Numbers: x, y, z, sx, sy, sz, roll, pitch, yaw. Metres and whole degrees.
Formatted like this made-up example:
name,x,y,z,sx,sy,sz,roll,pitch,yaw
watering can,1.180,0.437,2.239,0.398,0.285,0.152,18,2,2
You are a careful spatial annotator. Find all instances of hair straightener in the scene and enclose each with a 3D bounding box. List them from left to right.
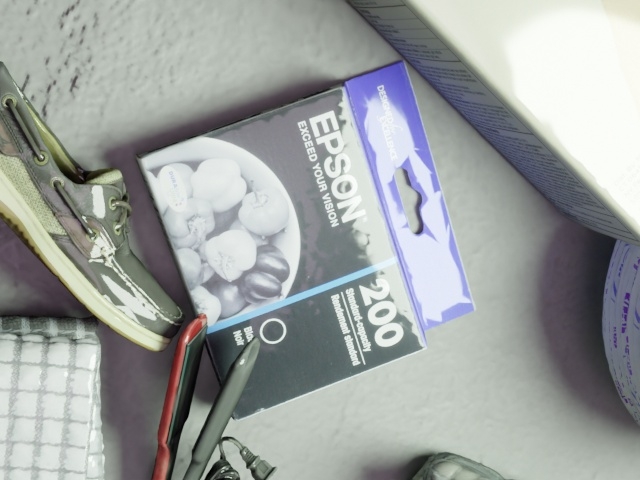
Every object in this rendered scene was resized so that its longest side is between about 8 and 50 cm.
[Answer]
name,x,y,z,sx,sy,sz,roll,pitch,yaw
hair straightener,-0.079,0.167,0.811,0.089,0.047,0.230,21,111,9

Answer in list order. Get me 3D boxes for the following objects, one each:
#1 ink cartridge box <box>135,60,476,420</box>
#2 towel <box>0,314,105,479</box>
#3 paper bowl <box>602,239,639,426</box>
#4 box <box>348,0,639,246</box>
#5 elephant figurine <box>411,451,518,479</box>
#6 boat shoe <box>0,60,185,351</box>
name,x,y,z,sx,sy,sz,roll,pitch,yaw
ink cartridge box,0.000,0.000,0.827,0.208,0.045,0.206,-21,105,-10
towel,-0.265,0.189,0.767,0.235,0.121,0.283,2,100,-16
paper bowl,0.347,0.047,0.866,0.284,0.148,0.284,-3,102,-12
box,0.135,-0.145,0.777,0.311,0.148,0.121,42,89,-19
elephant figurine,0.098,0.292,0.857,0.186,0.169,0.239,23,89,-2
boat shoe,-0.161,-0.022,0.764,0.073,0.080,0.223,-42,103,3
